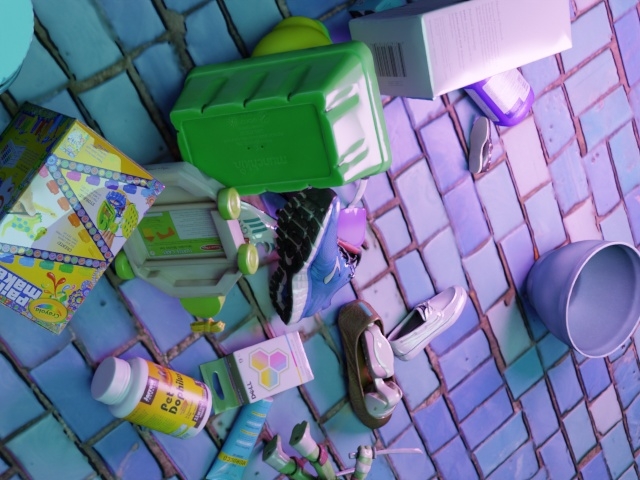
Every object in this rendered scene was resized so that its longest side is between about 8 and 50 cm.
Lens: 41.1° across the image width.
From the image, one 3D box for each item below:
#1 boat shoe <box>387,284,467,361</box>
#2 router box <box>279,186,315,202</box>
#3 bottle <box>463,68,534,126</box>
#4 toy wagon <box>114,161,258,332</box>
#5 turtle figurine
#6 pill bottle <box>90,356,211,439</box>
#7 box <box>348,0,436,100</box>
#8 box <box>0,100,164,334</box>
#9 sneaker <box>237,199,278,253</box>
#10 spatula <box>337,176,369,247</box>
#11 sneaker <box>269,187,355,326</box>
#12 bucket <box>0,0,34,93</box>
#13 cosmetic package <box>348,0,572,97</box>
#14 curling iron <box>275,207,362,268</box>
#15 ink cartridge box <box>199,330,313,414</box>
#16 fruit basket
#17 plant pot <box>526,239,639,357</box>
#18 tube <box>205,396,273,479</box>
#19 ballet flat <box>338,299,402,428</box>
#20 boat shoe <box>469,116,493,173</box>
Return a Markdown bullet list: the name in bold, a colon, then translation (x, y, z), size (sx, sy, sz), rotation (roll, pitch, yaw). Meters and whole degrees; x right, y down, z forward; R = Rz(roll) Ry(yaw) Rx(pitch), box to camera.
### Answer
- **boat shoe**: translation (0.248, 0.179, 1.976), size (0.226, 0.083, 0.076), rotation (-48, 123, -13)
- **router box**: translation (-0.023, -0.161, 1.736), size (0.133, 0.046, 0.179), rotation (41, 80, -34)
- **bottle**: translation (0.365, -0.376, 1.902), size (0.283, 0.092, 0.118), rotation (39, 76, -33)
- **toy wagon**: translation (-0.245, 0.020, 1.529), size (0.068, 0.267, 0.344), rotation (-69, 151, -50)
- **turtle figurine**: translation (0.021, 0.490, 1.871), size (0.266, 0.198, 0.275), rotation (45, 66, -17)
- **pill bottle**: translation (-0.321, 0.294, 1.619), size (0.215, 0.117, 0.117), rotation (30, 86, -35)
- **box**: translation (0.164, -0.399, 1.763), size (0.060, 0.100, 0.244), rotation (-48, 122, -14)
- **box**: translation (-0.442, -0.047, 1.348), size (0.177, 0.290, 0.279), rotation (40, 80, -34)
- **sneaker**: translation (-0.140, -0.027, 1.689), size (0.161, 0.057, 0.075), rotation (31, 79, -37)
- **spatula**: translation (0.084, -0.113, 1.806), size (0.084, 0.030, 0.296), rotation (-6, 123, -32)
- **sneaker**: translation (-0.005, 0.023, 1.703), size (0.147, 0.130, 0.330), rotation (-14, 139, -28)
- **bucket**: translation (-0.565, -0.331, 1.260), size (0.281, 0.183, 0.281), rotation (-8, 107, -29)
- **cosmetic package**: translation (0.277, -0.398, 1.648), size (0.385, 0.217, 0.156), rotation (-26, 114, -30)
- **curling iron**: translation (0.000, 0.000, 1.772), size (0.274, 0.035, 0.068), rotation (36, 83, -45)
- **ink cartridge box**: translation (-0.129, 0.268, 1.745), size (0.209, 0.062, 0.109), rotation (-15, 82, -29)
- **fruit basket**: translation (-0.058, -0.245, 1.562), size (0.392, 0.392, 0.283), rotation (-25, 115, -26)
- **plant pot**: translation (0.647, 0.126, 2.152), size (0.293, 0.196, 0.293), rotation (-9, 107, -32)
- **tube**: translation (-0.165, 0.417, 1.799), size (0.080, 0.052, 0.207), rotation (23, 94, -22)
- **ballet flat**: translation (0.124, 0.294, 1.902), size (0.116, 0.124, 0.342), rotation (-21, 113, -27)
- **boat shoe**: translation (0.374, -0.221, 1.978), size (0.042, 0.049, 0.133), rotation (-8, 109, -37)
